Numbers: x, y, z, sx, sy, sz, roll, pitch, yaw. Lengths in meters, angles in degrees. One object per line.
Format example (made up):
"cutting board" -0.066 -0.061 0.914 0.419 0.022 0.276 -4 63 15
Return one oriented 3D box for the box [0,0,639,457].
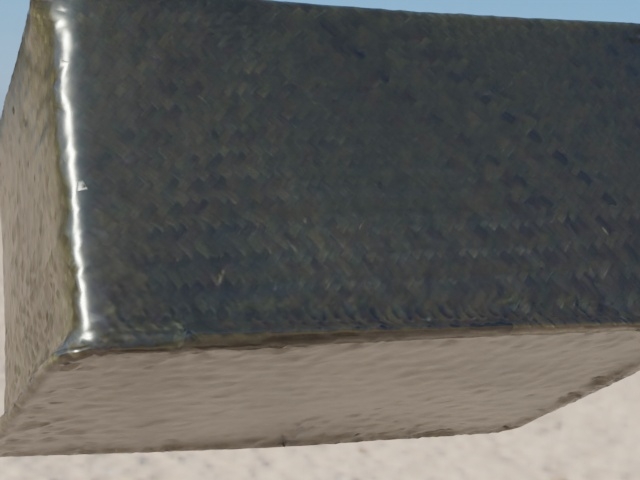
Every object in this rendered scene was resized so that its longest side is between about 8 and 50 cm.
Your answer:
"box" 0.001 0.002 0.582 0.273 0.143 0.184 0 -21 -21
